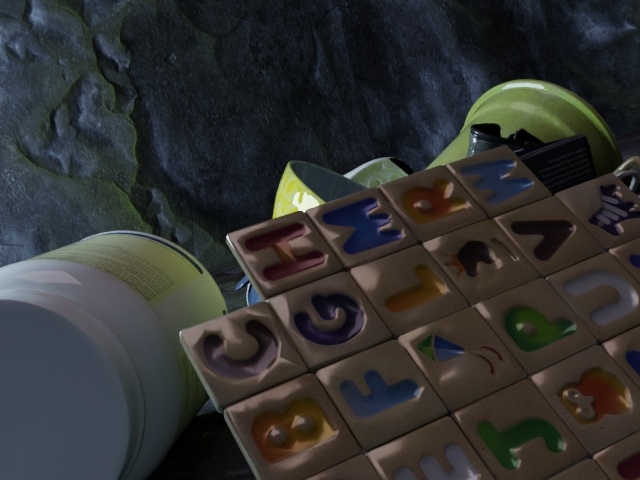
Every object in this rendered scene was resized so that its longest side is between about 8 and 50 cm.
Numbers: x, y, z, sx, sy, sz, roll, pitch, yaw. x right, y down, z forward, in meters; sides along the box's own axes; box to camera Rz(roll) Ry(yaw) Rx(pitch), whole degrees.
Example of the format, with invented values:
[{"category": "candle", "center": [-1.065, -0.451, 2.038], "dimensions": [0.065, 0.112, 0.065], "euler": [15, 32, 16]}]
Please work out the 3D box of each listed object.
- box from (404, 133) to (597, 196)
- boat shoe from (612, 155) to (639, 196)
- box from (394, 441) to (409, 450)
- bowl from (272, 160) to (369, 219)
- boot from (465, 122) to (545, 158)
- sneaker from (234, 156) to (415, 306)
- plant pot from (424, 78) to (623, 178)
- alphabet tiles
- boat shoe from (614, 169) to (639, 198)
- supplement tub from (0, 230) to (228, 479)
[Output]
[{"category": "box", "center": [0.160, 0.031, 0.756], "dimensions": [0.108, 0.207, 0.153], "euler": [-21, 8, -42]}, {"category": "boat shoe", "center": [0.389, -0.040, 1.059], "dimensions": [0.342, 0.123, 0.123], "euler": [-7, 1, -24]}, {"category": "box", "center": [0.034, 0.156, 0.527], "dimensions": [0.062, 0.083, 0.052], "euler": [-16, 6, 7]}, {"category": "bowl", "center": [0.051, 0.043, 1.059], "dimensions": [0.156, 0.290, 0.289], "euler": [-60, -5, 13]}, {"category": "boot", "center": [0.248, -0.039, 1.063], "dimensions": [0.247, 0.161, 0.083], "euler": [16, 18, -34]}, {"category": "sneaker", "center": [0.000, 0.001, 1.416], "dimensions": [0.322, 0.130, 0.236], "euler": [-52, 14, -6]}, {"category": "plant pot", "center": [0.257, -0.063, 1.304], "dimensions": [0.254, 0.276, 0.276], "euler": [-35, 15, -37]}, {"category": "alphabet tiles", "center": [0.107, 0.062, 0.540], "dimensions": [0.343, 0.285, 0.011], "euler": [-19, -35, -23]}, {"category": "boat shoe", "center": [0.297, 0.010, 0.799], "dimensions": [0.136, 0.156, 0.367], "euler": [-17, 4, -15]}, {"category": "supplement tub", "center": [-0.230, 0.122, 0.873], "dimensions": [0.236, 0.235, 0.325], "euler": [-16, 5, 8]}]
